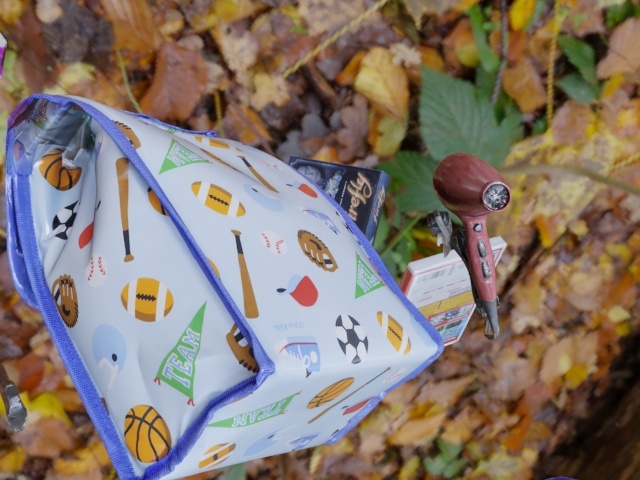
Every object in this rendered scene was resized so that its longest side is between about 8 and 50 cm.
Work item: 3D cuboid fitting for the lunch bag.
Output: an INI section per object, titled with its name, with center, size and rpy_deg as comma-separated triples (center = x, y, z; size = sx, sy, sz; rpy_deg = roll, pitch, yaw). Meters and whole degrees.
[lunch bag]
center = -0.117, 0.027, 0.943
size = 0.239, 0.385, 0.327
rpy_deg = -43, 157, 22

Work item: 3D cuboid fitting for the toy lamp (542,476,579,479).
[toy lamp]
center = 0.160, 0.264, 0.753
size = 0.080, 0.080, 0.275
rpy_deg = -31, 159, -22

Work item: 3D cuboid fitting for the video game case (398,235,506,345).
[video game case]
center = 0.207, 0.117, 1.669
size = 0.204, 0.025, 0.285
rpy_deg = -15, 143, -28

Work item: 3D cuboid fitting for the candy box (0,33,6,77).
[candy box]
center = -0.541, -0.254, 1.159
size = 0.233, 0.071, 0.159
rpy_deg = -11, 148, 9

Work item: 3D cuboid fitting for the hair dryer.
[hair dryer]
center = 0.218, -0.012, 1.231
size = 0.080, 0.224, 0.293
rpy_deg = -23, 153, -6

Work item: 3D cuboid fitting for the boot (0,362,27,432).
[boot]
center = -0.587, 0.292, 1.729
size = 0.037, 0.114, 0.106
rpy_deg = -12, 110, -32

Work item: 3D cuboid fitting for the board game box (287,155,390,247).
[board game box]
center = 0.000, 0.000, 1.433
size = 0.042, 0.165, 0.243
rpy_deg = 25, 78, -63
